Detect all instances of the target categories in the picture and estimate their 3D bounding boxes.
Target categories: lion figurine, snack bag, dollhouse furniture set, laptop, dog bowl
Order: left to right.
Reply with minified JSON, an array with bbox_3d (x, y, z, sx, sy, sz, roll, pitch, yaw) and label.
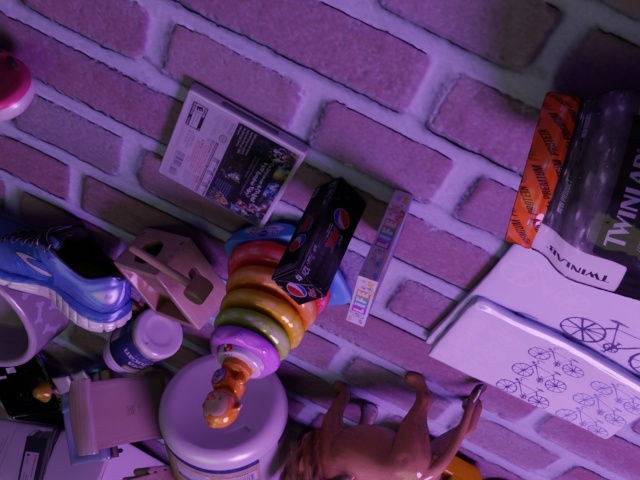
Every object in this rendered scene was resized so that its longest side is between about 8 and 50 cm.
[{"bbox_3d":[-0.648,0.102,1.714,0.349,0.102,0.348,13,137,13],"label":"dog bowl"},{"bbox_3d":[-0.610,0.331,2.065,0.234,0.136,0.264,-16,102,40],"label":"laptop"},{"bbox_3d":[-0.467,0.394,1.786,0.303,0.286,0.198,-15,170,35],"label":"dollhouse furniture set"},{"bbox_3d":[0.091,0.353,1.507,0.392,0.240,0.142,-22,123,43],"label":"lion figurine"},{"bbox_3d":[0.351,0.146,1.281,0.323,0.037,0.342,27,143,-2],"label":"snack bag"}]

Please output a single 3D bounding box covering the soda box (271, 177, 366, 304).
[{"bbox_3d":[0.000,0.000,1.192,0.053,0.169,0.060,-20,124,44],"label":"soda box"}]

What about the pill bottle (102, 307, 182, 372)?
[{"bbox_3d":[-0.331,0.189,1.668,0.094,0.094,0.169,39,141,-18],"label":"pill bottle"}]

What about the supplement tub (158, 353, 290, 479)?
[{"bbox_3d":[-0.169,0.378,1.694,0.228,0.228,0.316,16,142,12],"label":"supplement tub"}]

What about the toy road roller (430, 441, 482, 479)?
[{"bbox_3d":[0.204,0.523,1.692,0.329,0.202,0.240,32,153,-12],"label":"toy road roller"}]

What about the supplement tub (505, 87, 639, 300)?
[{"bbox_3d":[0.371,-0.031,0.915,0.338,0.207,0.207,16,142,11],"label":"supplement tub"}]

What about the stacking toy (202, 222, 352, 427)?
[{"bbox_3d":[-0.095,0.134,1.297,0.175,0.302,0.165,-4,134,34],"label":"stacking toy"}]

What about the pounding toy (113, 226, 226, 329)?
[{"bbox_3d":[-0.215,0.042,1.395,0.206,0.094,0.181,12,143,46],"label":"pounding toy"}]

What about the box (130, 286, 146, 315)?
[{"bbox_3d":[-0.384,0.109,1.657,0.094,0.027,0.137,38,141,-18],"label":"box"}]

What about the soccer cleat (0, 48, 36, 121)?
[{"bbox_3d":[-0.514,-0.205,1.298,0.331,0.116,0.143,11,150,26],"label":"soccer cleat"}]

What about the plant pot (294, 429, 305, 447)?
[{"bbox_3d":[0.025,0.465,1.758,0.165,0.167,0.167,11,141,7],"label":"plant pot"}]

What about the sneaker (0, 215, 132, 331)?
[{"bbox_3d":[-0.452,0.017,1.530,0.330,0.130,0.147,25,123,7],"label":"sneaker"}]

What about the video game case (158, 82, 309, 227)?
[{"bbox_3d":[-0.123,-0.111,1.251,0.173,0.022,0.190,29,142,-5],"label":"video game case"}]

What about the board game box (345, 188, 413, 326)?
[{"bbox_3d":[0.077,0.022,1.187,0.026,0.154,0.103,21,142,7],"label":"board game box"}]

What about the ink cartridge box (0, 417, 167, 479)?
[{"bbox_3d":[-0.579,0.554,2.144,0.395,0.166,0.285,2,153,27],"label":"ink cartridge box"}]
